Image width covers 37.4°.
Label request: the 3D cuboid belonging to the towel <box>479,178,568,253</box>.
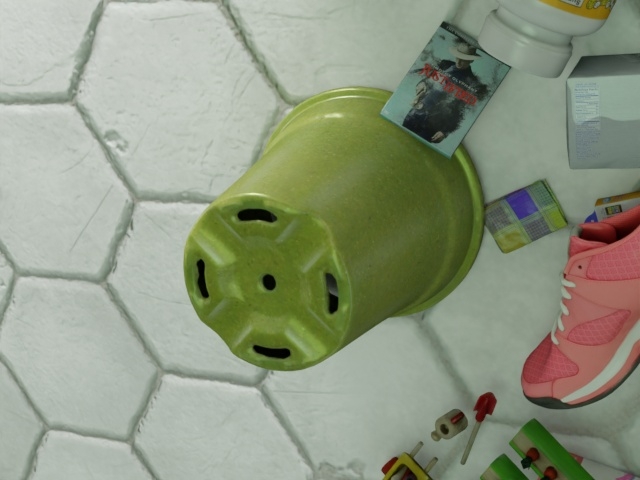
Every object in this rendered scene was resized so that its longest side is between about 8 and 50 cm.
[{"bbox_3d":[0.216,-0.024,1.015,0.083,0.009,0.060,-26,97,30],"label":"towel"}]

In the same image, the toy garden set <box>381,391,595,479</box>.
[{"bbox_3d":[0.175,0.289,1.088,0.204,0.049,0.244,47,130,23],"label":"toy garden set"}]

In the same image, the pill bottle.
[{"bbox_3d":[0.224,-0.259,0.854,0.118,0.117,0.208,29,119,12],"label":"pill bottle"}]

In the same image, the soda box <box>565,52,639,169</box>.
[{"bbox_3d":[0.374,-0.122,0.853,0.287,0.098,0.091,1,112,24],"label":"soda box"}]

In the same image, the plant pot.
[{"bbox_3d":[0.000,0.000,0.974,0.276,0.254,0.275,10,113,24],"label":"plant pot"}]

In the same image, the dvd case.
[{"bbox_3d":[0.128,-0.154,0.961,0.087,0.013,0.119,34,82,9],"label":"dvd case"}]

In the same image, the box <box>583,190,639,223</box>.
[{"bbox_3d":[0.339,-0.012,0.955,0.136,0.028,0.081,-11,105,30],"label":"box"}]

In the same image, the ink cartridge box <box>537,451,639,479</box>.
[{"bbox_3d":[0.336,0.327,1.063,0.198,0.067,0.115,17,116,21],"label":"ink cartridge box"}]

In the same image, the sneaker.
[{"bbox_3d":[0.281,0.044,0.929,0.136,0.116,0.314,35,128,-5],"label":"sneaker"}]
